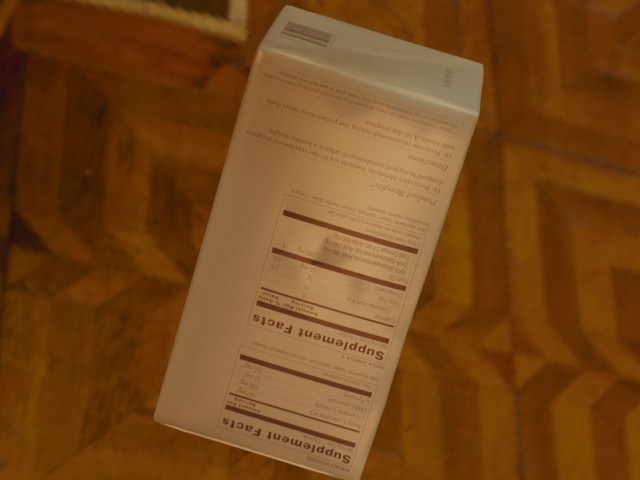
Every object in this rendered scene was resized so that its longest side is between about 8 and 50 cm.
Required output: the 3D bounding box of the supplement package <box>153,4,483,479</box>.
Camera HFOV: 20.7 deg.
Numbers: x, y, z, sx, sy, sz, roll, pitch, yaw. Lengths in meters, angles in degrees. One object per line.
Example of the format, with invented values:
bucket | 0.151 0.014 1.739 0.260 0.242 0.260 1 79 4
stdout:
supplement package | 0.000 0.000 1.076 0.134 0.244 0.139 17 18 1
